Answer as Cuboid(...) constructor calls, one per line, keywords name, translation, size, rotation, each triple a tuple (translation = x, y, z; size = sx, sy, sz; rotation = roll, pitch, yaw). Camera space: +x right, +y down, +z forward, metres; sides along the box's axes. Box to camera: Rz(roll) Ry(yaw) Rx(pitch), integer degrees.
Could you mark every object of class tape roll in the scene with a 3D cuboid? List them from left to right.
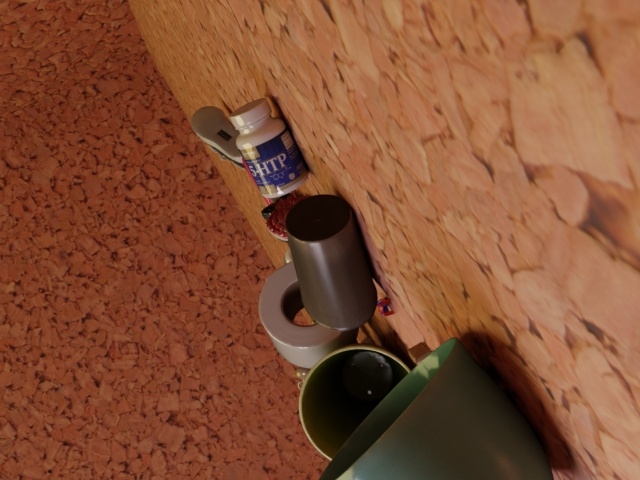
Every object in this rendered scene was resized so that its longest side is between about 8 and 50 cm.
Cuboid(name="tape roll", translation=(-0.024, 0.189, 1.633), size=(0.246, 0.246, 0.169), rotation=(55, 170, 28))

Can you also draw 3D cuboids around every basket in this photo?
Cuboid(name="basket", translation=(0.016, 0.033, 1.244), size=(0.204, 0.154, 0.226), rotation=(-120, 10, -45))

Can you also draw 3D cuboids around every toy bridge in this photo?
Cuboid(name="toy bridge", translation=(0.202, 0.243, 1.132), size=(0.026, 0.063, 0.188), rotation=(51, 166, 48))

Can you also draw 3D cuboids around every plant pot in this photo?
Cuboid(name="plant pot", translation=(0.105, 0.357, 1.527), size=(0.274, 0.275, 0.293), rotation=(60, -173, 1))
Cuboid(name="plant pot", translation=(0.176, 0.321, 0.882), size=(0.235, 0.293, 0.293), rotation=(43, 168, 9))

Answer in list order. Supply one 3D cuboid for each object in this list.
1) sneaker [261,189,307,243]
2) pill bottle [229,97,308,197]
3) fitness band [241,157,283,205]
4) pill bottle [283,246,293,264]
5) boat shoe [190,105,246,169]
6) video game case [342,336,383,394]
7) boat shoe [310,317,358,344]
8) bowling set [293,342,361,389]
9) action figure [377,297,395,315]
Cuboid(name="sneaker", translation=(-0.060, -0.041, 1.542), size=(0.112, 0.121, 0.299), rotation=(55, 180, -15))
Cuboid(name="pill bottle", translation=(-0.111, -0.193, 1.318), size=(0.186, 0.112, 0.112), rotation=(64, 170, -24))
Cuboid(name="fitness band", translation=(-0.126, -0.124, 1.787), size=(0.290, 0.054, 0.209), rotation=(60, 174, -26))
Cuboid(name="pill bottle", translation=(-0.067, 0.053, 1.941), size=(0.087, 0.087, 0.160), rotation=(59, 172, 5))
Cuboid(name="boat shoe", translation=(-0.282, -0.306, 1.929), size=(0.306, 0.113, 0.105), rotation=(35, 164, 34))
Cuboid(name="video game case", translation=(0.123, 0.391, 1.737), size=(0.022, 0.173, 0.190), rotation=(-16, 105, 52))
Cuboid(name="boat shoe", translation=(0.045, 0.307, 1.786), size=(0.117, 0.097, 0.324), rotation=(-9, -97, -56))
Cuboid(name="bowling set", translation=(0.073, 0.379, 1.952), size=(0.154, 0.287, 0.200), rotation=(68, -156, -8))
Cuboid(name="action figure", translation=(0.132, 0.137, 1.296), size=(0.115, 0.030, 0.038), rotation=(108, 137, -85))
